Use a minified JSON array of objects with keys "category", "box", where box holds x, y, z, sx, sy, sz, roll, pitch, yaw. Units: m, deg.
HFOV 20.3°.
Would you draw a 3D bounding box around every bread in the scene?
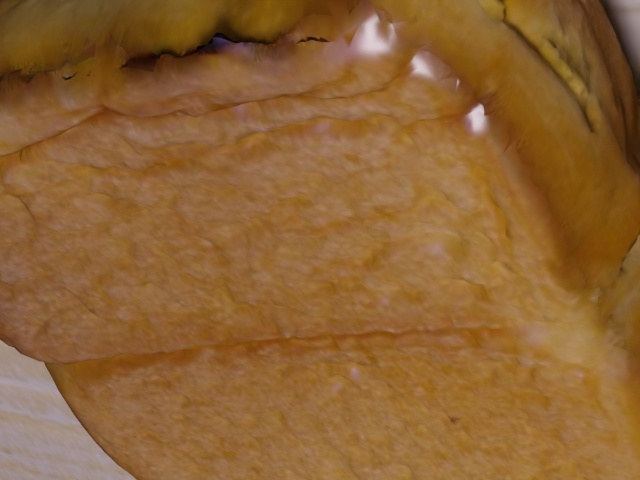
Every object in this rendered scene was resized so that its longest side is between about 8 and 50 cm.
[{"category":"bread","box":[0.003,-0.006,0.755,0.337,0.148,0.328,-9,131,41]}]
